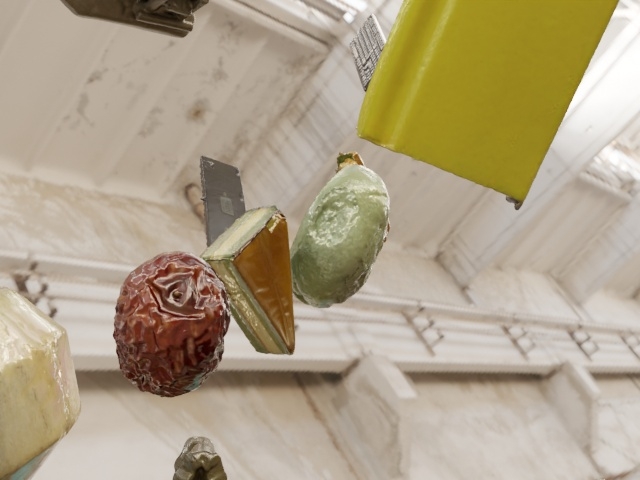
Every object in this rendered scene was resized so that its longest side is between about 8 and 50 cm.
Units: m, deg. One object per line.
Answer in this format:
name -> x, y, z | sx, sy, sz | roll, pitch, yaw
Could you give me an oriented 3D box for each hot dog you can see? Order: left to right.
hot dog -> 0.092, -0.101, 1.961 | 0.076, 0.104, 0.250 | -19, -61, 19

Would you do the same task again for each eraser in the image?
eraser -> 0.137, -0.160, 0.689 | 0.069, 0.158, 0.226 | -59, -8, -77

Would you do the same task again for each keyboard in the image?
keyboard -> -0.200, -0.063, 1.713 | 0.106, 0.317, 0.027 | 17, -54, -25
keyboard -> 0.109, -0.416, 1.827 | 0.018, 0.309, 0.101 | 30, -66, -20

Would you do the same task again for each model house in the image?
model house -> -0.240, -0.383, 1.164 | 0.229, 0.122, 0.188 | 7, -17, -37

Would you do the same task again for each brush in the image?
brush -> -0.155, 0.383, 0.983 | 0.071, 0.084, 0.300 | 8, -87, -12

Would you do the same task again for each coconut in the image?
coconut -> -0.513, 0.241, 1.210 | 0.353, 0.352, 0.352 | -25, -31, -16

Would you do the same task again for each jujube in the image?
jujube -> -0.137, 0.084, 0.772 | 0.112, 0.109, 0.176 | -54, -6, -30

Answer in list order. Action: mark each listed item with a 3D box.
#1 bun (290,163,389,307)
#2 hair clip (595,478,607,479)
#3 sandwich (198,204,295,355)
bun -> 0.034, 0.002, 1.180 | 0.221, 0.108, 0.221 | -57, -11, -17
hair clip -> 0.481, 0.413, 1.308 | 0.060, 0.033, 0.188 | 0, 2, 4
sandwich -> -0.065, 0.052, 1.082 | 0.113, 0.079, 0.163 | -49, -59, -36
